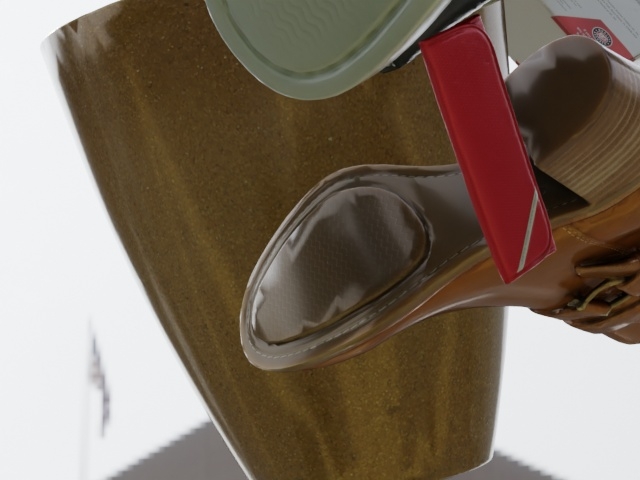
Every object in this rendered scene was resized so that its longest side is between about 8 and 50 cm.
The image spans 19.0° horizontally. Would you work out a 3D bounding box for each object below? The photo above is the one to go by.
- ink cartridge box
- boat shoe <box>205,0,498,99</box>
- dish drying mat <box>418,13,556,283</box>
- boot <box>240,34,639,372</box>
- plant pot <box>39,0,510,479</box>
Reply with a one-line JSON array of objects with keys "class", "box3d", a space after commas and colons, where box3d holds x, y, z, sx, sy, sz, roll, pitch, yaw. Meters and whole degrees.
[{"class": "ink cartridge box", "box3d": [0.183, -0.153, 1.257, 0.135, 0.099, 0.056, -31, -15, -38]}, {"class": "boat shoe", "box3d": [0.074, -0.152, 0.579, 0.302, 0.091, 0.114, -31, -88, 44]}, {"class": "dish drying mat", "box3d": [0.055, -0.030, 0.619, 0.008, 0.083, 0.032, -6, 17, 46]}, {"class": "boot", "box3d": [0.079, 0.012, 0.761, 0.197, 0.073, 0.152, -33, -37, 23]}, {"class": "plant pot", "box3d": [0.000, 0.000, 0.966, 0.237, 0.254, 0.237, -12, -1, 0]}]
